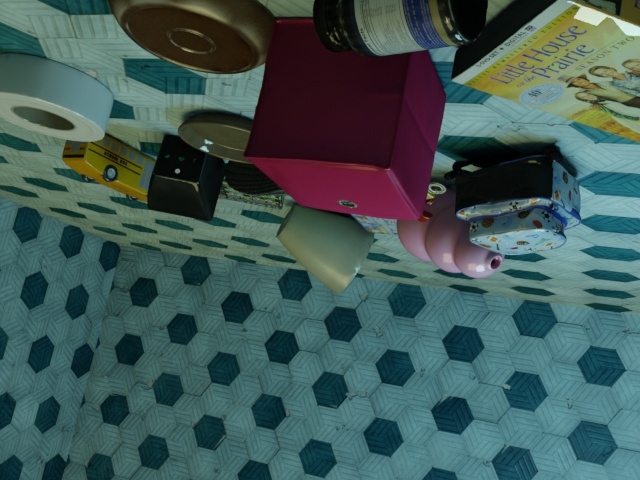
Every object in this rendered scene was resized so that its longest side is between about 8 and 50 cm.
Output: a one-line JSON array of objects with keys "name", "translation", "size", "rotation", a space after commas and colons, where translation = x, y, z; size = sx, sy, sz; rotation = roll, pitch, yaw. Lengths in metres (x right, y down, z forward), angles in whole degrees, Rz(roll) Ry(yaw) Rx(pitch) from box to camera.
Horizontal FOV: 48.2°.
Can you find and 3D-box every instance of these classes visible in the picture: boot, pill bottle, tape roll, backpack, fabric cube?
[{"name": "boot", "translation": [-0.081, -0.153, 1.996], "size": [0.338, 0.118, 0.222], "rotation": [11, 175, 25]}, {"name": "pill bottle", "translation": [0.103, -0.316, 0.970], "size": [0.219, 0.123, 0.123], "rotation": [3, 166, 37]}, {"name": "tape roll", "translation": [-0.641, -0.330, 1.689], "size": [0.286, 0.100, 0.286], "rotation": [10, 169, 2]}, {"name": "backpack", "translation": [0.461, -0.079, 1.612], "size": [0.276, 0.213, 0.263], "rotation": [-4, 172, 44]}, {"name": "fabric cube", "translation": [0.054, -0.202, 1.231], "size": [0.254, 0.259, 0.258], "rotation": [8, 168, 20]}]

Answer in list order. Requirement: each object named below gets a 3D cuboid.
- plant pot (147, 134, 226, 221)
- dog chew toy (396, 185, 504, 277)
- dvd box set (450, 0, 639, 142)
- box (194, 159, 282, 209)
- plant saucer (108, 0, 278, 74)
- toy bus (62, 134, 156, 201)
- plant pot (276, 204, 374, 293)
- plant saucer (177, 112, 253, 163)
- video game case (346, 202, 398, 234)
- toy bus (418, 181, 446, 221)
[{"name": "plant pot", "translation": [-0.375, -0.184, 1.970], "size": [0.187, 0.188, 0.167], "rotation": [11, 157, 1]}, {"name": "dog chew toy", "translation": [0.341, -0.011, 1.831], "size": [0.206, 0.207, 0.332], "rotation": [20, -167, -36]}, {"name": "dvd box set", "translation": [0.452, -0.256, 1.075], "size": [0.420, 0.062, 0.307], "rotation": [14, 168, -15]}, {"name": "box", "translation": [-0.244, -0.170, 2.189], "size": [0.270, 0.060, 0.216], "rotation": [11, 168, 1]}, {"name": "plant saucer", "translation": [-0.220, -0.364, 1.245], "size": [0.310, 0.050, 0.310], "rotation": [12, 169, 2]}, {"name": "toy bus", "translation": [-0.601, -0.215, 2.132], "size": [0.108, 0.130, 0.332], "rotation": [3, 166, 33]}, {"name": "plant pot", "translation": [0.000, 0.000, 2.410], "size": [0.274, 0.256, 0.256], "rotation": [31, 164, -11]}, {"name": "plant saucer", "translation": [-0.217, -0.255, 1.794], "size": [0.277, 0.041, 0.278], "rotation": [11, 168, 2]}, {"name": "video game case", "translation": [0.231, -0.075, 2.182], "size": [0.244, 0.061, 0.269], "rotation": [6, 167, 20]}, {"name": "toy bus", "translation": [0.208, -0.141, 1.729], "size": [0.202, 0.104, 0.191], "rotation": [11, 154, 12]}]
